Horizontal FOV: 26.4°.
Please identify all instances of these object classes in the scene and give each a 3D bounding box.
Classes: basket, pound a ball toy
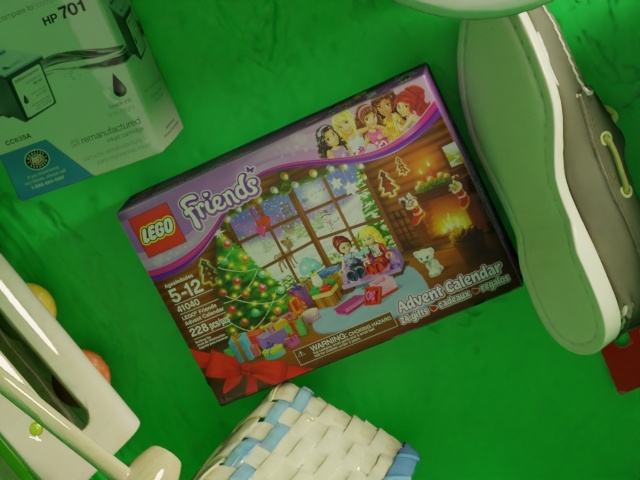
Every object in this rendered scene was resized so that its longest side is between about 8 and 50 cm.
[{"bbox_3d":[0.014,0.281,1.178,0.289,0.255,0.201,37,124,8],"label":"basket"},{"bbox_3d":[-0.253,0.100,1.175,0.319,0.136,0.208,52,148,-12],"label":"pound a ball toy"}]

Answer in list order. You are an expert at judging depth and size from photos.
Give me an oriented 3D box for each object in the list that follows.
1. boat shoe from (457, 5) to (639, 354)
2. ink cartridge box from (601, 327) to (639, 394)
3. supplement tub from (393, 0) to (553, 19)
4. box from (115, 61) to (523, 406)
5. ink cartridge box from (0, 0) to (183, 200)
[{"bbox_3d":[0.197,-0.064,1.107,0.091,0.109,0.305,-22,97,-29],"label":"boat shoe"},{"bbox_3d":[0.316,0.050,1.159,0.179,0.045,0.145,-22,105,11],"label":"ink cartridge box"},{"bbox_3d":[0.106,-0.279,0.915,0.235,0.325,0.235,2,110,6],"label":"supplement tub"},{"bbox_3d":[0.000,0.000,1.171,0.293,0.057,0.201,-23,105,14],"label":"box"},{"bbox_3d":[-0.218,-0.148,1.133,0.139,0.082,0.191,-18,108,13],"label":"ink cartridge box"}]
